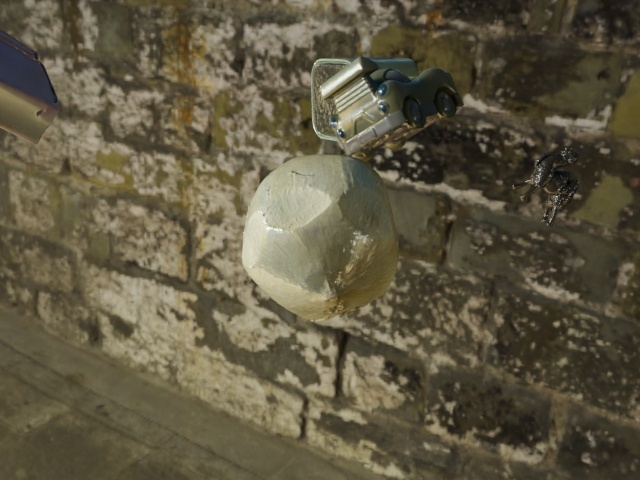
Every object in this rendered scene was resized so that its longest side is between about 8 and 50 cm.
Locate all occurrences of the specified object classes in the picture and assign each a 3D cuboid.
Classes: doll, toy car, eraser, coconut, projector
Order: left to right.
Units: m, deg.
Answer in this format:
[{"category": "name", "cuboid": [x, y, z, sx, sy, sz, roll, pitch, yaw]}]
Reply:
[{"category": "eraser", "cuboid": [-0.759, -0.393, 1.358, 0.272, 0.122, 0.359, 55, 13, 30]}, {"category": "coconut", "cuboid": [0.000, 0.000, 1.386, 0.346, 0.346, 0.360, 4, 38, 0]}, {"category": "projector", "cuboid": [0.137, -0.446, 1.985, 0.249, 0.249, 0.248, -11, 20, -32]}, {"category": "toy car", "cuboid": [0.188, -0.368, 1.684, 0.336, 0.226, 0.242, -27, 0, -45]}, {"category": "doll", "cuboid": [0.543, -0.135, 1.474, 0.139, 0.165, 0.057, 41, 15, -10]}]
